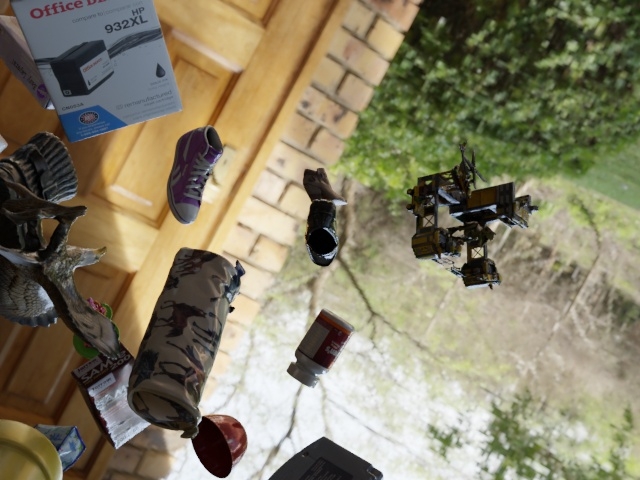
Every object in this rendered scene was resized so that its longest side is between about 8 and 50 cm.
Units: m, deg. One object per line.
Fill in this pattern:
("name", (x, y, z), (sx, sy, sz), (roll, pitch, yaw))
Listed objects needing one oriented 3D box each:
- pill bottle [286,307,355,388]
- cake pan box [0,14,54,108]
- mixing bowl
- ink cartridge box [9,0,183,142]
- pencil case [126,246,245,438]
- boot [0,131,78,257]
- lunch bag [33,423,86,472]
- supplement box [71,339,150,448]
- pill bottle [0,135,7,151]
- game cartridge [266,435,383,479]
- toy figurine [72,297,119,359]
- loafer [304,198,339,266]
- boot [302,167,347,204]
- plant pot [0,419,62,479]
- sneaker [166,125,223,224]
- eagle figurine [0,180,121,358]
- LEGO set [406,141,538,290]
("pill bottle", (-0.002, 0.323, 2.609), (0.121, 0.221, 0.121), (32, 179, 0))
("cake pan box", (-0.562, -0.383, 1.916), (0.267, 0.070, 0.246), (47, -149, 21))
("mixing bowl", (-0.263, 0.544, 2.384), (0.181, 0.181, 0.098), (30, -146, 35))
("ink cartridge box", (-0.389, -0.349, 1.530), (0.307, 0.223, 0.129), (82, 168, -49))
("pencil case", (-0.280, 0.210, 1.861), (0.183, 0.410, 0.160), (34, 135, -23))
("boot", (-0.667, -0.054, 2.004), (0.131, 0.347, 0.260), (13, -154, 10))
("lunch bag", (-0.681, 0.529, 2.160), (0.129, 0.096, 0.151), (-3, -148, 24))
("supplement box", (-0.465, 0.356, 2.000), (0.073, 0.130, 0.239), (36, 149, 37))
("pill bottle", (-0.794, -0.129, 1.724), (0.188, 0.334, 0.188), (46, 174, 6))
("game cartridge", (-0.033, 0.541, 1.790), (0.196, 0.294, 0.060), (25, 144, 36))
("toy figurine", (-0.626, 0.217, 2.402), (0.130, 0.173, 0.159), (2, 150, -2))
("loafer", (0.000, 0.000, 1.825), (0.076, 0.078, 0.223), (5, 149, 3))
("boot", (0.010, -0.131, 2.089), (0.118, 0.087, 0.042), (5, 159, -39))
("plant pot", (-0.677, 0.532, 1.778), (0.254, 0.254, 0.239), (28, -166, -13))
("sneaker", (-0.345, -0.191, 2.450), (0.102, 0.282, 0.161), (15, 159, -42))
("eagle figurine", (-0.459, 0.069, 1.510), (0.225, 0.298, 0.226), (-2, -157, -18))
("LEGO set", (0.353, -0.036, 1.916), (0.192, 0.254, 0.331), (-12, 146, 36))
